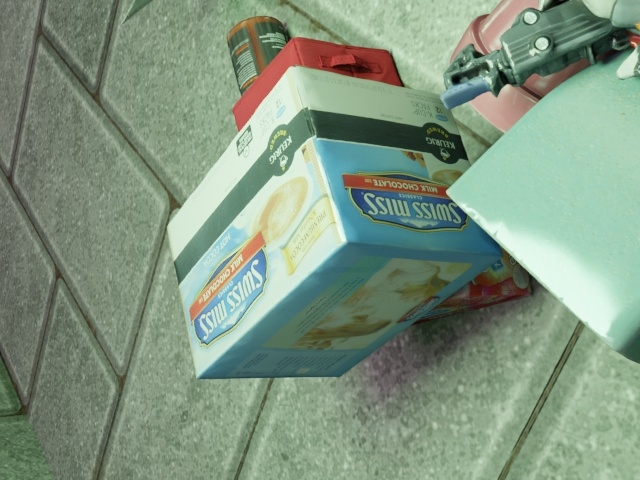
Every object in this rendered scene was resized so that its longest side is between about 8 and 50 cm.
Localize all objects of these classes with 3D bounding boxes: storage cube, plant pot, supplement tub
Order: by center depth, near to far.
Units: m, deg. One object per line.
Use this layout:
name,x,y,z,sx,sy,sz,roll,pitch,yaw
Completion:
plant pot,0.326,-0.041,0.867,0.252,0.247,0.248,-53,47,13
plant pot,0.265,-0.215,0.975,0.201,0.201,0.180,61,137,34
storage cube,0.010,-0.154,1.345,0.215,0.183,0.193,-41,59,45
supplement tub,-0.089,-0.271,1.548,0.106,0.106,0.198,-40,58,47

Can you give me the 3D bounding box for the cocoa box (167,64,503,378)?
cocoa box,0.000,0.000,1.104,0.347,0.231,0.228,-44,52,44

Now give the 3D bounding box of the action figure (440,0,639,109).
action figure,0.225,-0.258,0.793,0.341,0.178,0.330,-30,72,12

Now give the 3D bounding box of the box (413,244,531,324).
box,0.138,0.036,1.217,0.257,0.122,0.128,-21,71,52

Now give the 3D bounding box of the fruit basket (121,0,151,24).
fruit basket,-0.207,-0.564,1.573,0.165,0.327,0.353,42,139,-9
